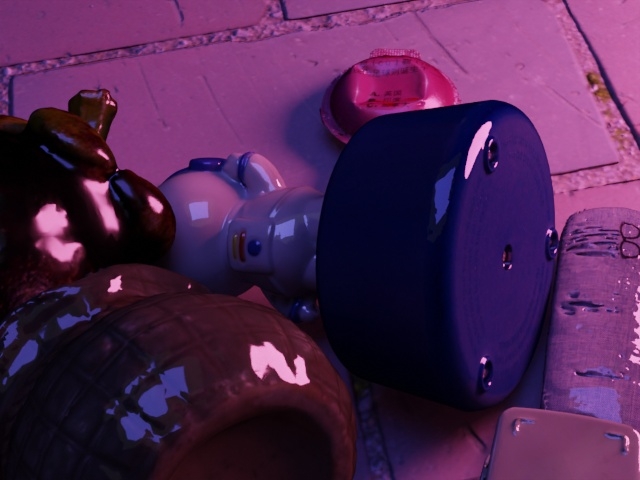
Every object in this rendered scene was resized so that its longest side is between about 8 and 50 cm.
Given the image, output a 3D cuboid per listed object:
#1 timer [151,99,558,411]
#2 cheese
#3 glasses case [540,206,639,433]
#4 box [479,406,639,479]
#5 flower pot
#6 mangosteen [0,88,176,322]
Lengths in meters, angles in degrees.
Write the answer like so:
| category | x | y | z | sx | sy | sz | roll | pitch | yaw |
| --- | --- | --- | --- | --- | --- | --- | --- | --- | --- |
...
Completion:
| category | x | y | z | sx | sy | sz | roll | pitch | yaw |
| --- | --- | --- | --- | --- | --- | --- | --- | --- | --- |
| timer | 0.000 | 0.000 | 1.228 | 0.383 | 0.270 | 0.270 | 5 | 48 | 29 |
| cheese | 0.074 | -0.122 | 1.423 | 0.155 | 0.062 | 0.244 | 0 | 50 | 7 |
| glasses case | 0.265 | 0.079 | 1.223 | 0.109 | 0.067 | 0.282 | 5 | 48 | 13 |
| box | 0.185 | 0.246 | 1.041 | 0.148 | 0.129 | 0.210 | 8 | 49 | 11 |
| flower pot | -0.125 | 0.181 | 1.038 | 0.302 | 0.302 | 0.213 | -35 | 40 | -23 |
| mangosteen | -0.281 | 0.030 | 1.175 | 0.313 | 0.297 | 0.297 | -11 | 48 | -14 |
